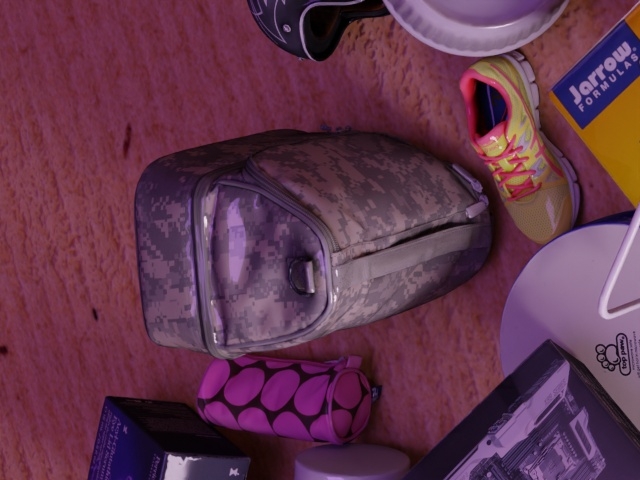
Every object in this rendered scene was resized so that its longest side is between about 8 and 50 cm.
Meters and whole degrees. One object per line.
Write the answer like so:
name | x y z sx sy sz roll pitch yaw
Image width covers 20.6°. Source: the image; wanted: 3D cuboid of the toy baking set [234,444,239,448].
toy baking set | -0.128 0.372 2.029 0.197 0.030 0.256 30 100 57

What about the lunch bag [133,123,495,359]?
lunch bag | 0.000 0.000 1.785 0.256 0.305 0.212 8 105 38

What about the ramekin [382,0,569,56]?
ramekin | 0.153 -0.280 1.684 0.207 0.109 0.207 0 94 0

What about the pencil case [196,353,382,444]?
pencil case | -0.041 0.171 1.968 0.209 0.095 0.098 2 91 37

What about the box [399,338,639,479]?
box | 0.213 0.276 1.571 0.242 0.076 0.307 -45 46 11

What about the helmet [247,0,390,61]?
helmet | -0.002 -0.277 1.822 0.161 0.169 0.169 -22 84 20

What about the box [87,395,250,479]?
box | -0.180 0.282 2.013 0.207 0.108 0.153 26 105 61

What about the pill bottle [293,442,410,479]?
pill bottle | 0.033 0.379 1.902 0.169 0.169 0.301 8 102 34

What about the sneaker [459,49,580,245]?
sneaker | 0.188 -0.088 1.759 0.081 0.094 0.208 -25 85 34

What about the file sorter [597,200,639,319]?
file sorter | 0.386 0.036 1.352 0.278 0.173 0.193 31 115 27

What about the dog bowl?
dog bowl | 0.310 0.104 1.699 0.265 0.104 0.265 6 101 34

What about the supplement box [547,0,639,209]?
supplement box | 0.407 -0.063 1.546 0.195 0.194 0.356 -45 73 32
